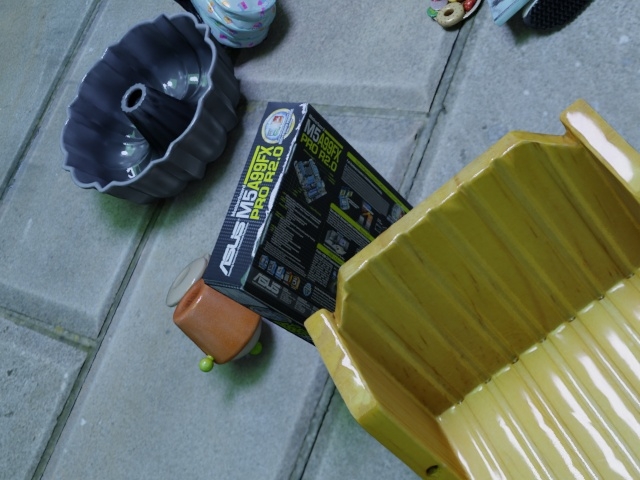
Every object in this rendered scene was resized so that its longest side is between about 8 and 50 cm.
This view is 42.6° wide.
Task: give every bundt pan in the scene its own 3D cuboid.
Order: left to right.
[{"bbox_3d":[-0.265,-0.201,1.339,0.330,0.124,0.331,-16,58,27],"label":"bundt pan"}]

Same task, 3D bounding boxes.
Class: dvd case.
[{"bbox_3d":[0.257,-0.337,1.078,0.087,0.013,0.119,-40,28,29],"label":"dvd case"}]

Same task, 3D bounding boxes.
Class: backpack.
[{"bbox_3d":[-0.150,-0.402,1.332,0.151,0.115,0.182,-24,77,-19],"label":"backpack"}]

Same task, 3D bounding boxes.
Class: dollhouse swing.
[{"bbox_3d":[0.222,0.132,0.733,0.346,0.315,0.305,-39,30,12],"label":"dollhouse swing"}]

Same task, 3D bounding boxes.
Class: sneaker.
[{"bbox_3d":[0.319,-0.340,1.060,0.161,0.057,0.075,-46,30,11],"label":"sneaker"}]

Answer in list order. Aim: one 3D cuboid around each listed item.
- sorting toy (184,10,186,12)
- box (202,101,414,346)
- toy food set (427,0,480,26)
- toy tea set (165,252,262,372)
[{"bbox_3d":[-0.169,-0.496,1.481,0.208,0.038,0.193,-17,58,28],"label":"sorting toy"},{"bbox_3d":[0.000,0.000,0.953,0.060,0.270,0.216,7,71,36],"label":"box"},{"bbox_3d":[0.190,-0.343,1.163,0.083,0.020,0.083,-41,50,11],"label":"toy food set"},{"bbox_3d":[-0.070,0.028,1.117,0.336,0.124,0.200,-46,20,10],"label":"toy tea set"}]
